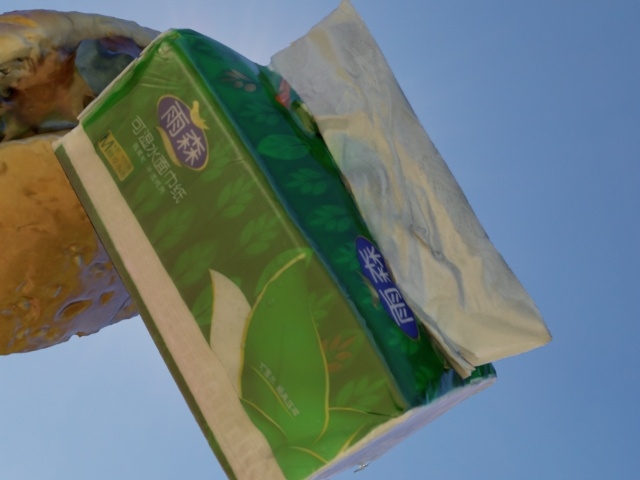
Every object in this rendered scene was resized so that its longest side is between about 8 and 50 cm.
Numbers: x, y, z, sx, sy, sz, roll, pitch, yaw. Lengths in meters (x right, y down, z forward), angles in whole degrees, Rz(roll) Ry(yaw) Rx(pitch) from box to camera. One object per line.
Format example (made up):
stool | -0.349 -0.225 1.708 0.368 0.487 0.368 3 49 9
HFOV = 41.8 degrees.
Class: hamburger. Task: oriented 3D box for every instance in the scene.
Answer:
hamburger | -0.165 -0.055 0.592 0.162 0.330 0.209 50 -47 19

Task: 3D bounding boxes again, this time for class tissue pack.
tissue pack | -0.001 -0.001 0.420 0.156 0.148 0.209 -38 -109 21
